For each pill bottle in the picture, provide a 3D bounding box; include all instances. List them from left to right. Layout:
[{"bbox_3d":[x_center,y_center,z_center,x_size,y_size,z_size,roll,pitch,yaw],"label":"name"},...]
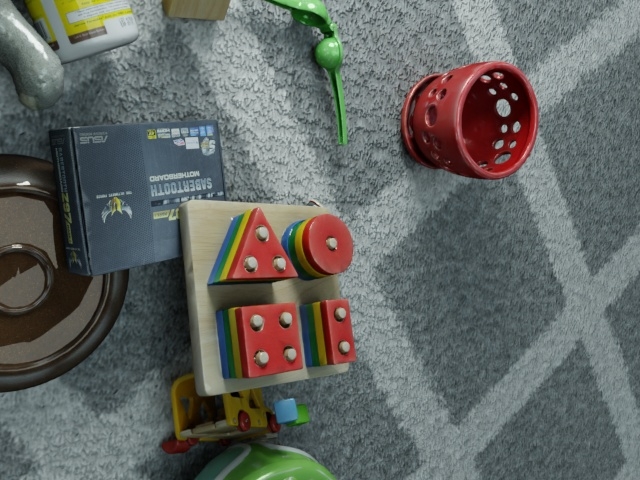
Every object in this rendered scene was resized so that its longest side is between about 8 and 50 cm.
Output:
[{"bbox_3d":[-0.309,-0.331,0.833,0.117,0.117,0.215,-27,111,-28],"label":"pill bottle"}]

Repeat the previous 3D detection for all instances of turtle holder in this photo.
[{"bbox_3d":[-0.109,0.448,1.003,0.243,0.227,0.320,20,86,-34],"label":"turtle holder"}]

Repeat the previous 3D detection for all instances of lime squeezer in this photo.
[{"bbox_3d":[-0.010,-0.298,1.062,0.310,0.059,0.110,53,49,-28],"label":"lime squeezer"}]

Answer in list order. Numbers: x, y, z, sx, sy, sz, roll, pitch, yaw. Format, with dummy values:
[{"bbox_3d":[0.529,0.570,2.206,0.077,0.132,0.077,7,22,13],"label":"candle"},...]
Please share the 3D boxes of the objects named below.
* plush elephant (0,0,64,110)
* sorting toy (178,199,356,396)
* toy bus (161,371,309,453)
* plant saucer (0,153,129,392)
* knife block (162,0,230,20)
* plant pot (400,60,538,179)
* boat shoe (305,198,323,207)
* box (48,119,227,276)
[{"bbox_3d":[-0.444,-0.253,0.673,0.330,0.272,0.255,45,59,-4],"label":"plush elephant"},{"bbox_3d":[-0.052,0.068,0.958,0.257,0.089,0.255,0,79,-42],"label":"sorting toy"},{"bbox_3d":[-0.133,0.243,1.029,0.191,0.202,0.104,-2,67,-26],"label":"toy bus"},{"bbox_3d":[-0.388,0.047,0.874,0.310,0.050,0.311,-6,100,-33],"label":"plant saucer"},{"bbox_3d":[-0.124,-0.435,0.866,0.088,0.242,0.276,-7,100,-32],"label":"knife block"},{"bbox_3d":[0.243,-0.201,1.180,0.191,0.174,0.191,-5,99,-34],"label":"plant pot"},{"bbox_3d":[0.000,0.000,1.125,0.043,0.049,0.137,-31,117,-24],"label":"boat shoe"},{"bbox_3d":[-0.230,-0.064,0.921,0.232,0.059,0.183,-13,102,-46],"label":"box"}]
